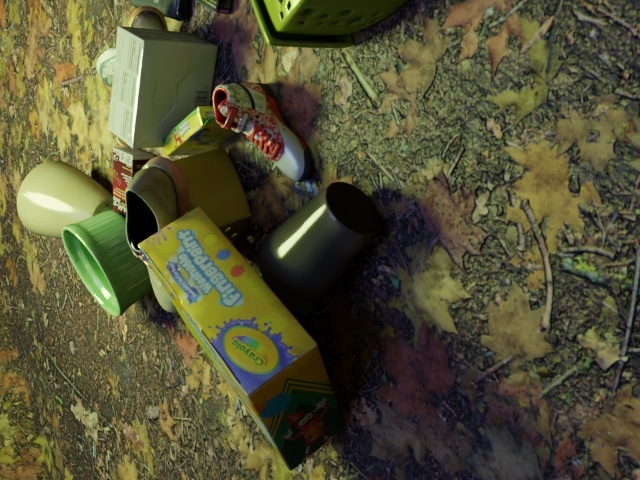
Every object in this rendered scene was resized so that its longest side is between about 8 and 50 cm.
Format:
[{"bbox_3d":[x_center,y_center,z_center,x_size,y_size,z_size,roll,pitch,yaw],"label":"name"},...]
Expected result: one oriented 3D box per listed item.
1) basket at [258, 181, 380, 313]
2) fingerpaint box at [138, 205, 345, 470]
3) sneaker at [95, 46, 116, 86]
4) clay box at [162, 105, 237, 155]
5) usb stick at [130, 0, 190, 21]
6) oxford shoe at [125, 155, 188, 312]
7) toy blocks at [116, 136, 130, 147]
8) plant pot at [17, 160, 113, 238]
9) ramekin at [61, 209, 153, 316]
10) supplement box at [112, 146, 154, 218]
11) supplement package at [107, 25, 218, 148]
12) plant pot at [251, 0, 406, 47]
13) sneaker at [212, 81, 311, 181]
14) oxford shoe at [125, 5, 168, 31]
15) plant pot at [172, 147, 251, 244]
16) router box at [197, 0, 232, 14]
[{"bbox_3d":[0.000,0.000,1.359,0.227,0.154,0.204,-46,45,38],"label":"basket"},{"bbox_3d":[-0.157,0.202,1.440,0.445,0.163,0.371,45,162,36],"label":"fingerpaint box"},{"bbox_3d":[-0.545,-0.493,1.946,0.283,0.110,0.122,-28,78,48],"label":"sneaker"},{"bbox_3d":[-0.269,-0.265,1.643,0.222,0.127,0.053,-26,77,48],"label":"clay box"},{"bbox_3d":[-0.430,-0.641,1.832,0.278,0.045,0.077,30,119,43],"label":"usb stick"},{"bbox_3d":[-0.370,0.016,1.537,0.141,0.146,0.396,11,124,22],"label":"oxford shoe"},{"bbox_3d":[-0.552,-0.365,2.015,0.148,0.054,0.123,-44,58,37],"label":"toy blocks"},{"bbox_3d":[-0.771,-0.105,2.201,0.274,0.256,0.256,17,110,29],"label":"plant pot"},{"bbox_3d":[-0.610,0.058,2.016,0.303,0.148,0.303,37,145,31],"label":"ramekin"},{"bbox_3d":[-0.559,-0.149,2.046,0.130,0.073,0.239,23,114,45],"label":"supplement box"},{"bbox_3d":[-0.393,-0.378,1.709,0.145,0.204,0.261,36,122,40],"label":"supplement package"},{"bbox_3d":[-0.011,-0.474,1.238,0.207,0.227,0.228,-35,70,53],"label":"plant pot"},{"bbox_3d":[-0.136,-0.230,1.477,0.090,0.145,0.270,-49,60,42],"label":"sneaker"},{"bbox_3d":[-0.454,-0.428,1.815,0.132,0.130,0.363,-115,29,-47],"label":"oxford shoe"},{"bbox_3d":[-0.294,-0.068,1.660,0.187,0.212,0.212,52,133,13],"label":"plant pot"},{"bbox_3d":[-0.263,-0.631,1.636,0.179,0.046,0.133,41,125,38],"label":"router box"}]
